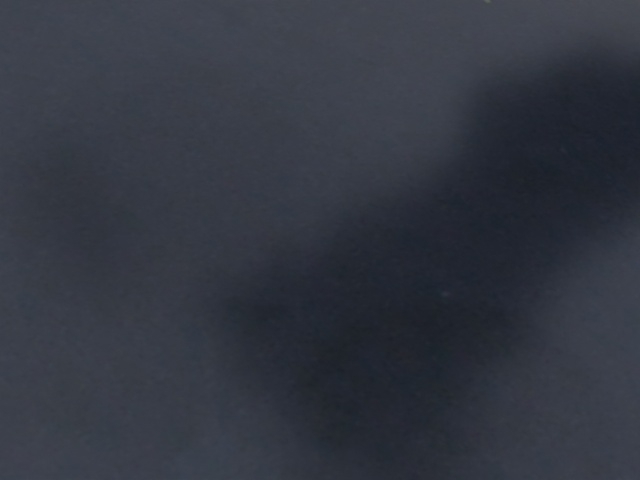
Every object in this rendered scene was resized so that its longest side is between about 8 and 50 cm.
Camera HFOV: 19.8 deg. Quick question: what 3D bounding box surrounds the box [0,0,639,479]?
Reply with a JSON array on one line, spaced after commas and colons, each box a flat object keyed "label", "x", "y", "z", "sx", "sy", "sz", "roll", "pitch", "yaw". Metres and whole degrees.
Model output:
[{"label": "box", "x": -0.087, "y": 0.138, "z": 0.551, "sx": 0.480, "sy": 0.472, "sz": 0.297, "roll": 19, "pitch": 41, "yaw": 3}]
